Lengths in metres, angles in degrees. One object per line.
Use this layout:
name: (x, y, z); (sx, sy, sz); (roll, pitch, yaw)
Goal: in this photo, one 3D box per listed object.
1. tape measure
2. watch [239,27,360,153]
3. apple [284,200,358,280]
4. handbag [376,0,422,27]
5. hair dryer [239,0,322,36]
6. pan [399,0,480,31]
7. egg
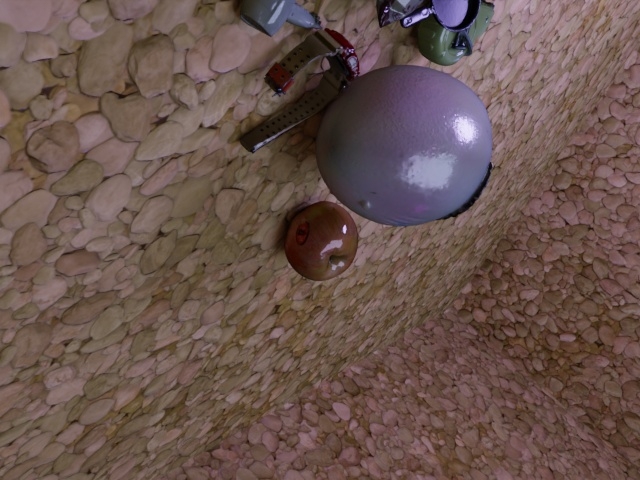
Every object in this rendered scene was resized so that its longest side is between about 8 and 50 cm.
tape measure: (0.305, -0.491, 1.466); (0.200, 0.106, 0.175); (-6, 126, -52)
watch: (-0.047, -0.287, 1.210); (0.268, 0.102, 0.165); (-37, 158, -12)
apple: (0.000, 0.000, 1.647); (0.209, 0.164, 0.209); (-26, 145, -20)
handbag: (0.179, -0.517, 1.174); (0.235, 0.127, 0.213); (-58, 179, 34)
hair dryer: (-0.026, -0.424, 1.080); (0.206, 0.075, 0.237); (-58, 163, 7)
pan: (0.246, -0.493, 1.335); (0.235, 0.028, 0.136); (-30, 114, -26)
egg: (0.138, -0.201, 1.355); (0.340, 0.354, 0.354); (-5, 133, -43)
